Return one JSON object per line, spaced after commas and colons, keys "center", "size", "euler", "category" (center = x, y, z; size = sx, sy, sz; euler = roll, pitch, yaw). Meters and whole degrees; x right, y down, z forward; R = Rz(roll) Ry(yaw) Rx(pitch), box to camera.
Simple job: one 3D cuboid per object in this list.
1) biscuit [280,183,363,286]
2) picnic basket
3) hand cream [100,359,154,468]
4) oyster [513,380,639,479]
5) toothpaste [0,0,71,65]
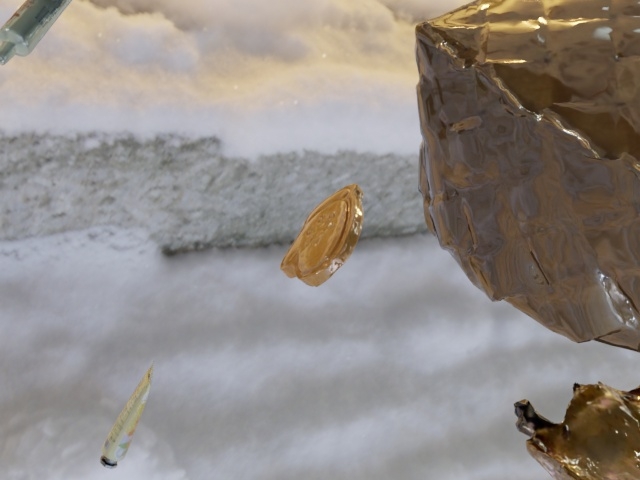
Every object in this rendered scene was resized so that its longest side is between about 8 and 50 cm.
{"center": [-0.001, -0.001, 0.989], "size": [0.023, 0.118, 0.140], "euler": [41, 25, -22], "category": "biscuit"}
{"center": [0.231, -0.035, 0.615], "size": [0.337, 0.337, 0.293], "euler": [-10, 40, -39], "category": "picnic basket"}
{"center": [-0.164, 0.152, 0.786], "size": [0.022, 0.102, 0.035], "euler": [25, 15, -9], "category": "hand cream"}
{"center": [0.284, 0.182, 0.561], "size": [0.221, 0.096, 0.361], "euler": [-16, 24, -11], "category": "oyster"}
{"center": [-0.281, -0.272, 0.983], "size": [0.038, 0.060, 0.233], "euler": [47, 55, -31], "category": "toothpaste"}
